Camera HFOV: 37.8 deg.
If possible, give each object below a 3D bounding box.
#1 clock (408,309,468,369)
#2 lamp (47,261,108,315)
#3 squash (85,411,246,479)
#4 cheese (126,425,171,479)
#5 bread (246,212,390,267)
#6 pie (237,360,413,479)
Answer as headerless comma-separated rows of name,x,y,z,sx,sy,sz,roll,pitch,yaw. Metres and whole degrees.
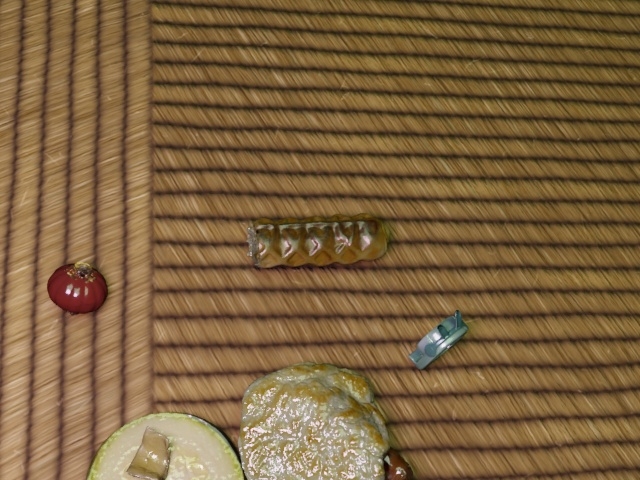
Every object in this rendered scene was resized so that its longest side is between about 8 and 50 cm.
clock,0.214,0.172,1.651,0.101,0.135,0.041,-33,74,-26
lamp,-0.410,0.082,1.582,0.101,0.090,0.101,15,26,-8
squash,-0.243,0.395,1.490,0.251,0.049,0.252,5,60,-10
cheese,-0.263,0.338,1.467,0.060,0.041,0.084,14,63,3
bread,0.000,0.000,1.717,0.269,0.098,0.087,-4,107,-15
pie,-0.006,0.333,1.539,0.257,0.105,0.275,-20,69,-16
